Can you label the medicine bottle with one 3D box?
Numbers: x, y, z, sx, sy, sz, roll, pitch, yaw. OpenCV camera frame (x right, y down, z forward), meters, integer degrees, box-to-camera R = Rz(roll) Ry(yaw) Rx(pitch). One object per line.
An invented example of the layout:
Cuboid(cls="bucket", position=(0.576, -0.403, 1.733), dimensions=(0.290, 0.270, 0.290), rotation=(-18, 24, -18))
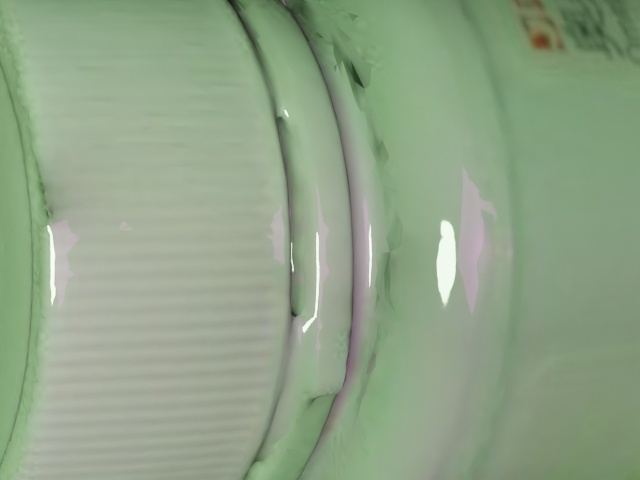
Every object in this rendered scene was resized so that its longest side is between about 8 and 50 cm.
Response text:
Cuboid(cls="medicine bottle", position=(0.000, 0.000, 0.745), dimensions=(0.324, 0.256, 0.256), rotation=(-1, 93, -30))
